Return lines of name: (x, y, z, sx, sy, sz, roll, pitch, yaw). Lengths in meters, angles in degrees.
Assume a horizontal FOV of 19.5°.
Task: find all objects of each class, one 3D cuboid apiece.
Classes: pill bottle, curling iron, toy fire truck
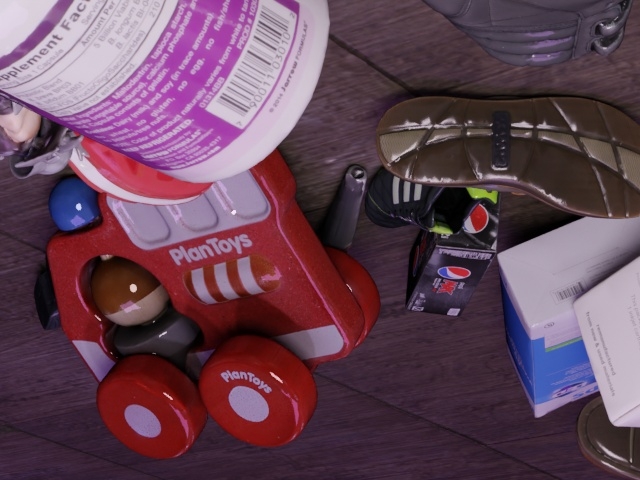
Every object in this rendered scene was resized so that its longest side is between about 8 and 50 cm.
pill bottle: (-0.150, -0.159, 1.115, 0.169, 0.169, 0.301, -15, 150, 40)
curling iron: (0.000, 0.000, 1.655, 0.068, 0.035, 0.274, 9, 158, -12)
toy fire truck: (-0.111, 0.037, 1.607, 0.302, 0.169, 0.254, -12, 118, 37)

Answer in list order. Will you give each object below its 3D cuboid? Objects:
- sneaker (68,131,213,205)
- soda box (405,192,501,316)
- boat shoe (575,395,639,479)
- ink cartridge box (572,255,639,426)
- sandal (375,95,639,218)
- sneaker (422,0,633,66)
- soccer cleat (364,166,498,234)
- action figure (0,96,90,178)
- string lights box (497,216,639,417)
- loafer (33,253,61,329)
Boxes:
sneaker: (-0.137, -0.096, 1.375, 0.221, 0.087, 0.128, 23, 152, -37)
soda box: (0.114, 0.011, 1.628, 0.053, 0.060, 0.169, 8, 158, -5)
boat shoe: (0.415, 0.219, 2.007, 0.307, 0.111, 0.104, 5, 167, -7)
ink cartridge box: (0.373, 0.041, 1.456, 0.207, 0.117, 0.283, 8, 146, -38)
sandal: (0.150, -0.063, 1.412, 0.219, 0.090, 0.060, 3, 175, -1)
sneaker: (0.184, -0.177, 1.108, 0.295, 0.104, 0.147, -3, 159, 33)
soccer cleat: (0.086, -0.034, 1.506, 0.060, 0.072, 0.179, 15, 156, -24)
action figure: (-0.267, -0.125, 1.250, 0.285, 0.099, 0.185, 34, 148, -32)
string lights box: (0.235, 0.066, 1.659, 0.133, 0.077, 0.260, -22, 157, -2)
loafer: (-0.229, 0.036, 1.776, 0.061, 0.062, 0.170, -11, 168, -22)
